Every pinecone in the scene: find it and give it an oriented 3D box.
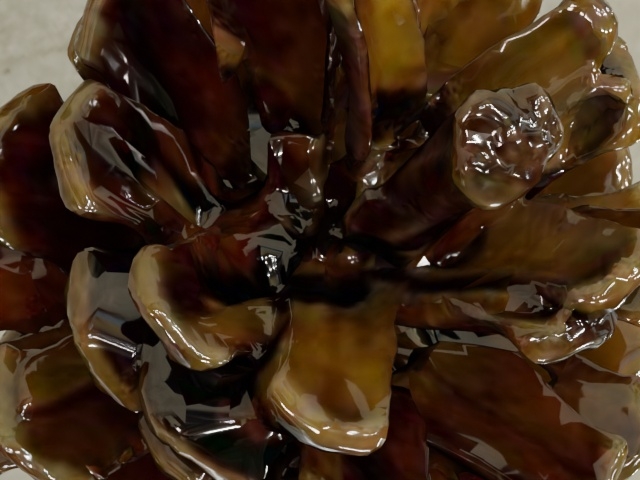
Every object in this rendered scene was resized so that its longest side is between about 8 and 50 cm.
[{"bbox_3d":[0.000,0.000,0.644,0.384,0.384,0.384,-26,149,-17],"label":"pinecone"}]
